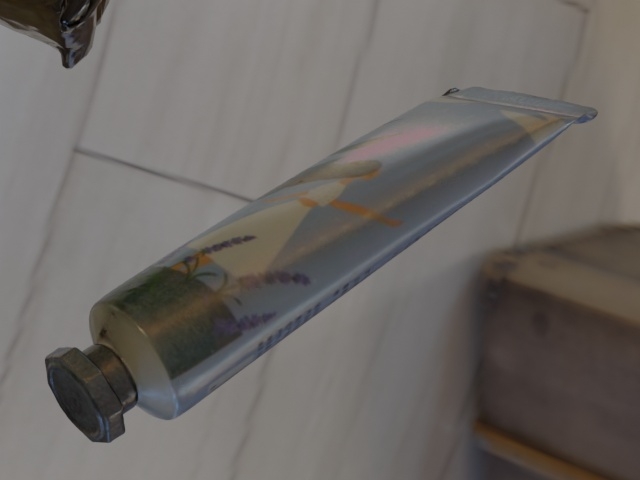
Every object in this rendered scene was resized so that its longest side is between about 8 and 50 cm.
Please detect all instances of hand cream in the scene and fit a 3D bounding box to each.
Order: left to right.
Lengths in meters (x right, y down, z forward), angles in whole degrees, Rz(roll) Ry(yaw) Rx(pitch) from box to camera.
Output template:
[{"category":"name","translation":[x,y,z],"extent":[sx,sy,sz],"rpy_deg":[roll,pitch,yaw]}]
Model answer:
[{"category":"hand cream","translation":[0.000,0.000,0.804],"extent":[0.256,0.088,0.055],"rpy_deg":[-32,115,-28]}]

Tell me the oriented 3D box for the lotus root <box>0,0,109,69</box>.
[{"category":"lotus root","translation":[-0.131,-0.249,0.729],"extent":[0.250,0.316,0.316],"rpy_deg":[25,85,-12]}]
